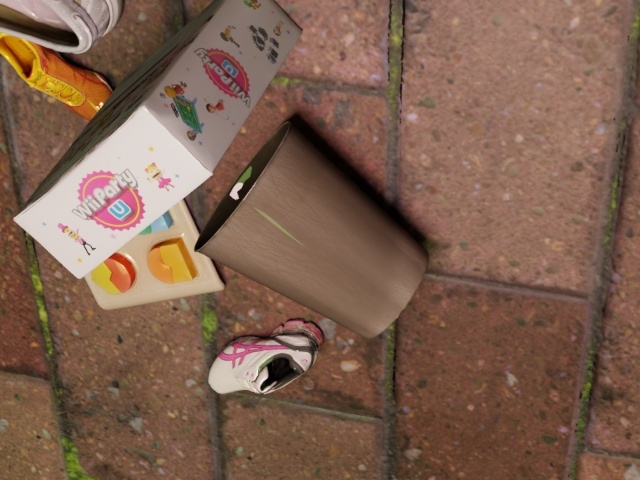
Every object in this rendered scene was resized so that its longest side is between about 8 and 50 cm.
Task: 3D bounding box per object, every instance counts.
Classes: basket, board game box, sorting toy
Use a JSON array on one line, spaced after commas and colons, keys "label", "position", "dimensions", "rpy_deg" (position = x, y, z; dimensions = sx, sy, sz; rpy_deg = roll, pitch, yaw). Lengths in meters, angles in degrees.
[{"label": "basket", "position": [0.000, 0.000, 1.447], "dimensions": [0.227, 0.154, 0.204], "rpy_deg": [34, 130, -11]}, {"label": "board game box", "position": [-0.164, -0.126, 1.309], "dimensions": [0.097, 0.303, 0.224], "rpy_deg": [45, 126, -15]}, {"label": "sorting toy", "position": [-0.244, 0.002, 1.598], "dimensions": [0.193, 0.038, 0.208], "rpy_deg": [-11, 120, 25]}]

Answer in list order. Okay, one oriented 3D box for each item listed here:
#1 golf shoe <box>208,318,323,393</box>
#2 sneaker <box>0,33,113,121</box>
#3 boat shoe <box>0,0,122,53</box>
[{"label": "golf shoe", "position": [-0.084, 0.166, 1.631], "dimensions": [0.186, 0.086, 0.067], "rpy_deg": [-27, 114, 34]}, {"label": "sneaker", "position": [-0.313, -0.188, 1.468], "dimensions": [0.175, 0.067, 0.064], "rpy_deg": [37, 126, -11]}, {"label": "boat shoe", "position": [-0.384, -0.293, 1.393], "dimensions": [0.320, 0.103, 0.118], "rpy_deg": [22, 129, 3]}]
